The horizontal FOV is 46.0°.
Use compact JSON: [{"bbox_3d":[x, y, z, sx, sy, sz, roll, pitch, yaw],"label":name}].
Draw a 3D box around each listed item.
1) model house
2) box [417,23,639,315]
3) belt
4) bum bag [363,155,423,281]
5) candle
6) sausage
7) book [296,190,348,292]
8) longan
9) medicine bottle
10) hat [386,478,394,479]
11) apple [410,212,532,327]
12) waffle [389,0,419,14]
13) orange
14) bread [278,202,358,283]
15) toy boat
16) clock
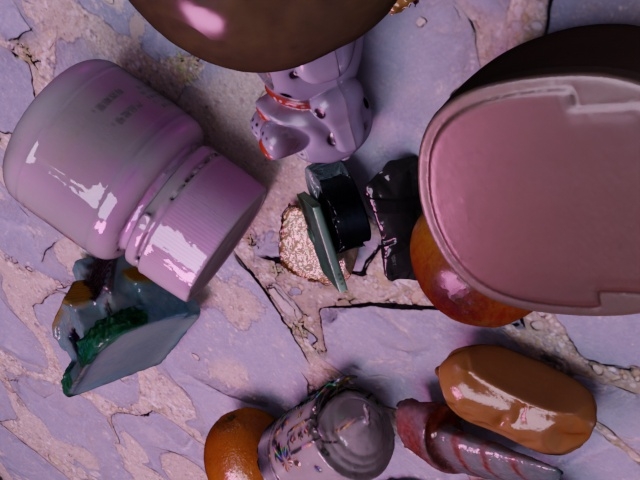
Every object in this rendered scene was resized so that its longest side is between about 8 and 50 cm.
[{"bbox_3d":[-0.397,0.107,1.411,0.249,0.230,0.280,58,135,16],"label":"model house"},{"bbox_3d":[0.277,-0.089,0.805,0.301,0.216,0.301,19,133,21],"label":"box"},{"bbox_3d":[0.026,-0.051,1.072,0.105,0.058,0.140,-164,52,-76],"label":"belt"},{"bbox_3d":[0.111,-0.026,1.062,0.049,0.087,0.197,34,145,53],"label":"bum bag"},{"bbox_3d":[0.029,0.348,1.325,0.187,0.187,0.330,43,135,-4],"label":"candle"},{"bbox_3d":[0.286,0.232,1.116,0.241,0.120,0.136,25,140,9],"label":"sausage"},{"bbox_3d":[0.000,0.000,1.096,0.103,0.017,0.135,-134,24,-67],"label":"book"},{"bbox_3d":[-0.057,-0.309,0.652,0.319,0.319,0.319,17,131,20],"label":"longan"},{"bbox_3d":[-0.267,-0.084,1.123,0.325,0.256,0.256,35,135,-1],"label":"medicine bottle"},{"bbox_3d":[0.163,0.593,1.432,0.149,0.244,0.214,32,137,-23],"label":"hat"},{"bbox_3d":[0.209,0.030,1.000,0.195,0.160,0.173,31,157,16],"label":"apple"},{"bbox_3d":[0.137,-0.392,0.742,0.308,0.091,0.213,-25,109,43],"label":"waffle"},{"bbox_3d":[-0.137,0.433,1.496,0.206,0.206,0.206,17,131,20],"label":"orange"},{"bbox_3d":[-0.003,0.004,1.177,0.129,0.044,0.126,18,124,23],"label":"bread"},{"bbox_3d":[0.264,0.337,1.189,0.282,0.096,0.206,4,141,46],"label":"toy boat"},{"bbox_3d":[-0.012,-0.200,0.949,0.189,0.189,0.254,10,136,26],"label":"clock"}]
